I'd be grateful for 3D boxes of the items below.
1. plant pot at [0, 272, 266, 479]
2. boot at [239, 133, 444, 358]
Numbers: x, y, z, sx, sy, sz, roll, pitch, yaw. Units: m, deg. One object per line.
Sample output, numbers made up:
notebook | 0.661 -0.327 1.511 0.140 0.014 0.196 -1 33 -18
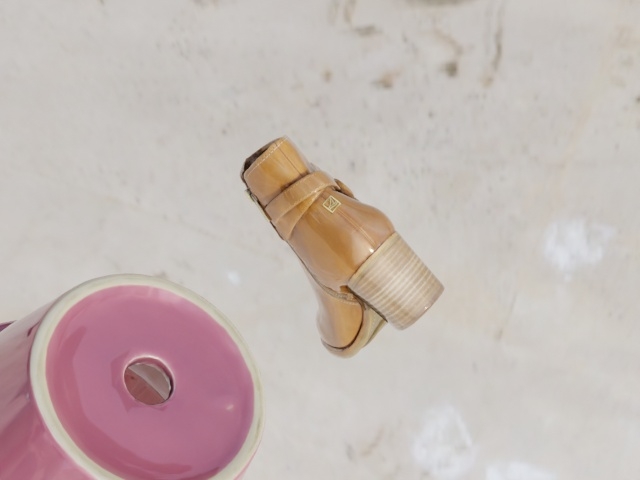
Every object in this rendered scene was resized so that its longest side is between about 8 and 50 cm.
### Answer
plant pot | -0.125 0.114 0.956 0.201 0.180 0.201 15 55 -22
boot | 0.000 0.000 1.225 0.152 0.197 0.073 45 69 -3
